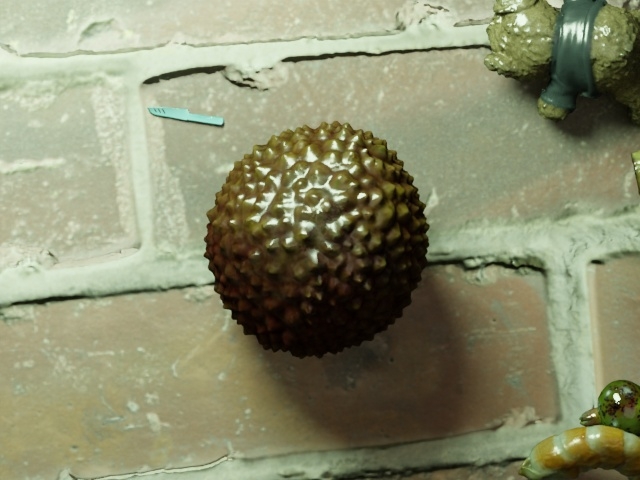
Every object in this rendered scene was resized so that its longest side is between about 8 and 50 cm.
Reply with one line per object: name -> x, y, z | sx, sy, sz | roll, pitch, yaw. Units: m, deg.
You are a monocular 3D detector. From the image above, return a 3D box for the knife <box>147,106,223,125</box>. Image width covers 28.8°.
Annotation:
knife -> -0.159, -0.148, 1.471 | 0.091, 0.005, 0.014 | 7, 92, -7

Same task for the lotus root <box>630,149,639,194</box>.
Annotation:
lotus root -> 0.505, -0.079, 1.517 | 0.258, 0.097, 0.110 | -2, 95, -4

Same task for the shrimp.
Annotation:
shrimp -> 0.337, 0.292, 1.525 | 0.161, 0.049, 0.166 | -22, 123, 19

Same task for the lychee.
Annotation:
lychee -> 0.000, 0.000, 1.374 | 0.267, 0.267, 0.267 | 0, 92, -7

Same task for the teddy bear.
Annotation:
teddy bear -> 0.322, -0.229, 1.470 | 0.251, 0.129, 0.182 | 8, 88, -8

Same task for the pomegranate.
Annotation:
pomegranate -> 0.361, 0.204, 1.520 | 0.084, 0.073, 0.073 | 9, 90, 8
